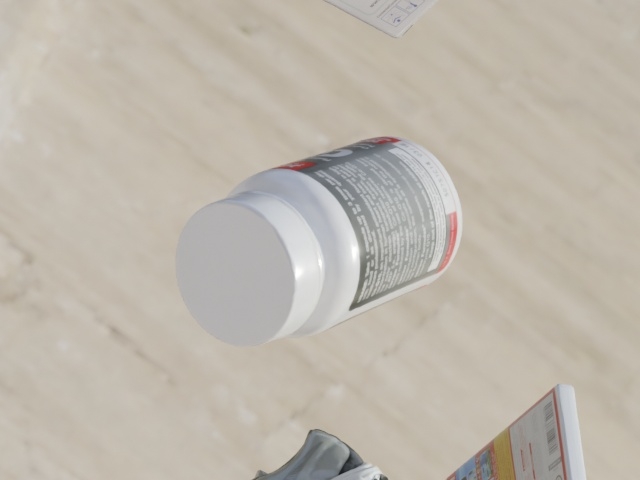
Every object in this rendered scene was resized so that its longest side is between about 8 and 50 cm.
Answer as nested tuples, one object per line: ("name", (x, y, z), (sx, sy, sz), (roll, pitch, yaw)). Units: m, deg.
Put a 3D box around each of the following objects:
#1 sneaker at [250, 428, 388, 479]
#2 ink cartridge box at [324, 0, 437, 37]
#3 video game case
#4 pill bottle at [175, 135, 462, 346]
("sneaker", (-0.061, 0.294, 1.834), (0.108, 0.271, 0.100), (45, -9, 27))
("ink cartridge box", (0.002, -0.281, 1.425), (0.311, 0.186, 0.065), (21, 43, -37))
("video game case", (0.226, 0.317, 2.199), (0.025, 0.285, 0.204), (10, 57, -22))
("pill bottle", (0.000, 0.000, 1.808), (0.161, 0.161, 0.283), (42, 31, 19))
